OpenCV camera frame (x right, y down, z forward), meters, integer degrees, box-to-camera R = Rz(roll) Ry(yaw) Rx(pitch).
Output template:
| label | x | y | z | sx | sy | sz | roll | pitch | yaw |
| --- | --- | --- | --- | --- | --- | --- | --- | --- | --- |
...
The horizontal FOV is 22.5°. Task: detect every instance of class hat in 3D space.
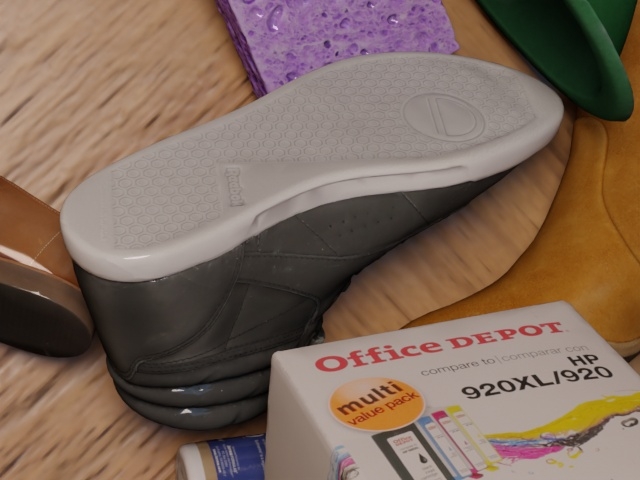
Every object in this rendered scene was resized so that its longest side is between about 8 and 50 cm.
| label | x | y | z | sx | sy | sz | roll | pitch | yaw |
| --- | --- | --- | --- | --- | --- | --- | --- | --- | --- |
| hat | 0.161 | -0.196 | 0.848 | 0.183 | 0.173 | 0.208 | -38 | 70 | -3 |

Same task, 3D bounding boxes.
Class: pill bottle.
| label | x | y | z | sx | sy | sz | roll | pitch | yaw |
| --- | --- | --- | --- | --- | --- | --- | --- | --- | --- |
| pill bottle | -0.015 | 0.136 | 0.872 | 0.120 | 0.067 | 0.067 | -6 | 89 | -14 |

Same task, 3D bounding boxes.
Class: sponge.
| label | x | y | z | sx | sy | sz | roll | pitch | yaw |
| --- | --- | --- | --- | --- | --- | --- | --- | --- | --- |
| sponge | -0.009 | -0.165 | 0.862 | 0.117 | 0.031 | 0.210 | -31 | 118 | -14 |

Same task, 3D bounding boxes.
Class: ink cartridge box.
| label | x | y | z | sx | sy | sz | roll | pitch | yaw |
| --- | --- | --- | --- | --- | --- | --- | --- | --- | --- |
| ink cartridge box | 0.088 | 0.163 | 0.743 | 0.171 | 0.232 | 0.168 | -8 | 120 | -19 |

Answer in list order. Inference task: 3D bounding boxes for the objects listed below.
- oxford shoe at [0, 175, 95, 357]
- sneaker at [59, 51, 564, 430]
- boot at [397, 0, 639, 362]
| label | x | y | z | sx | sy | sz | roll | pitch | yaw |
| --- | --- | --- | --- | --- | --- | --- | --- | --- | --- |
| oxford shoe | -0.209 | -0.012 | 0.841 | 0.212 | 0.076 | 0.076 | 25 | 53 | -9 |
| sneaker | 0.000 | 0.000 | 0.861 | 0.296 | 0.104 | 0.147 | -22 | 137 | -27 |
| boot | 0.162 | -0.033 | 0.917 | 0.295 | 0.104 | 0.211 | -9 | 76 | -4 |
